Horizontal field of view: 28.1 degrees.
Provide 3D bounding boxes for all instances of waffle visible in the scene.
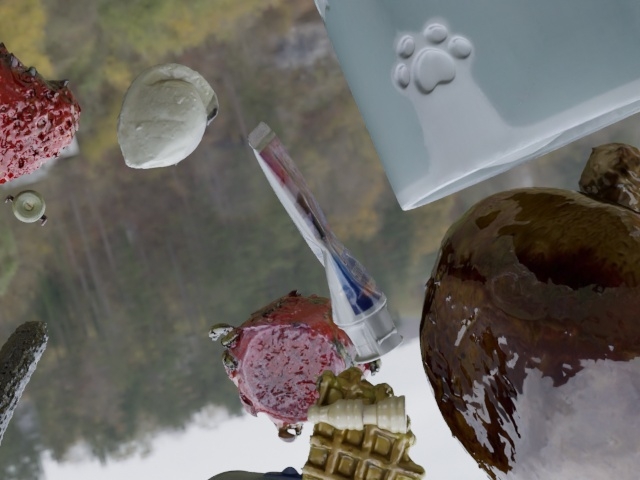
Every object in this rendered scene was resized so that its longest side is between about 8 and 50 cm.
[{"bbox_3d":[0.019,0.221,1.226,0.160,0.192,0.046,-20,174,5],"label":"waffle"}]

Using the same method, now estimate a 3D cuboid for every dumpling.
[{"bbox_3d":[-0.250,-0.196,2.037,0.176,0.150,0.092,-45,170,5],"label":"dumpling"}]

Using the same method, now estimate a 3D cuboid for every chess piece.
[{"bbox_3d":[0.034,0.162,1.194,0.092,0.035,0.035,-1,-178,5],"label":"chess piece"}]

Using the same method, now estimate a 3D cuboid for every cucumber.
[{"bbox_3d":[-0.510,0.224,2.086,0.072,0.072,0.300,-15,-147,22],"label":"cucumber"}]

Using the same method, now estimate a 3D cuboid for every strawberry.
[{"bbox_3d":[-0.444,-0.165,1.787,0.184,0.202,0.187,22,168,20],"label":"strawberry"}]

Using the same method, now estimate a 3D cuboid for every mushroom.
[{"bbox_3d":[0.216,0.107,1.101,0.239,0.345,0.345,-7,180,-4],"label":"mushroom"}]

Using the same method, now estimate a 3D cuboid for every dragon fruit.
[{"bbox_3d":[-0.049,0.196,1.984,0.282,0.211,0.147,10,-156,4],"label":"dragon fruit"}]

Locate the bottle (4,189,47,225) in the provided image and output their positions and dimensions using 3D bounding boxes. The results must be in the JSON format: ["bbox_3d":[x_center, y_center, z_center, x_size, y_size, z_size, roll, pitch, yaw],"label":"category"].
[{"bbox_3d":[-0.426,-0.046,1.867,0.047,0.063,0.101,-32,-174,-14],"label":"bottle"}]

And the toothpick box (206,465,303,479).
[{"bbox_3d":[-0.009,0.431,1.757,0.354,0.263,0.263,-3,-171,40],"label":"toothpick box"}]

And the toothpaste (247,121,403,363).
[{"bbox_3d":[0.000,0.000,1.308,0.061,0.266,0.096,-27,-170,12],"label":"toothpaste"}]

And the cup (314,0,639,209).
[{"bbox_3d":[0.110,-0.189,0.997,0.259,0.275,0.356,-22,178,-21],"label":"cup"}]
